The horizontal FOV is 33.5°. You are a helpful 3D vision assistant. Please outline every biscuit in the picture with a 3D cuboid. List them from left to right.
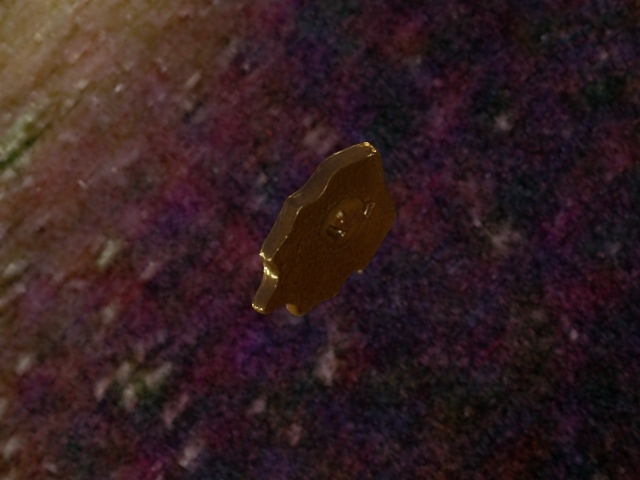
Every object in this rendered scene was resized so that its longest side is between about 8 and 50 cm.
[{"bbox_3d":[-0.002,-0.001,1.186,0.034,0.182,0.215,32,68,33],"label":"biscuit"}]
